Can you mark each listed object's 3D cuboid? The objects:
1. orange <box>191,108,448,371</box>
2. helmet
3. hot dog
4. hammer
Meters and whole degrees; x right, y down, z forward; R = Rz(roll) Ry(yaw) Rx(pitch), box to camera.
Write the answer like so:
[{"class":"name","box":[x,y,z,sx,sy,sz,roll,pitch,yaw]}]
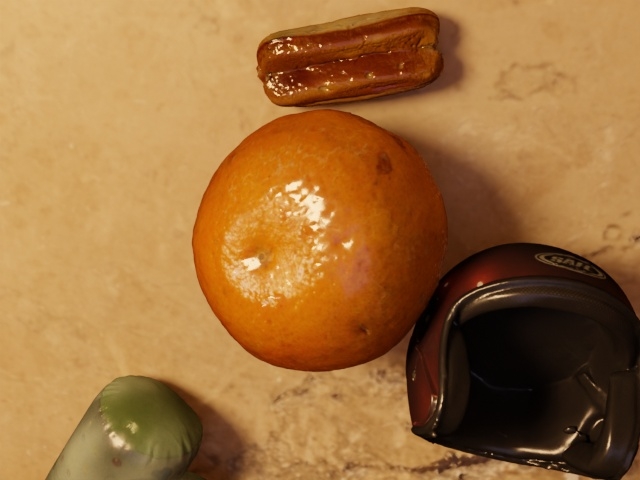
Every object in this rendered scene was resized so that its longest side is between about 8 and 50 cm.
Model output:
[{"class":"orange","box":[0.000,0.000,0.732,0.224,0.170,0.224,2,95,30]},{"class":"helmet","box":[0.171,0.104,0.734,0.189,0.193,0.216,15,124,-4]},{"class":"hot dog","box":[0.023,-0.154,0.737,0.165,0.045,0.071,-8,111,11]},{"class":"hammer","box":[-0.115,0.288,0.897,0.335,0.119,0.206,29,113,-10]}]
